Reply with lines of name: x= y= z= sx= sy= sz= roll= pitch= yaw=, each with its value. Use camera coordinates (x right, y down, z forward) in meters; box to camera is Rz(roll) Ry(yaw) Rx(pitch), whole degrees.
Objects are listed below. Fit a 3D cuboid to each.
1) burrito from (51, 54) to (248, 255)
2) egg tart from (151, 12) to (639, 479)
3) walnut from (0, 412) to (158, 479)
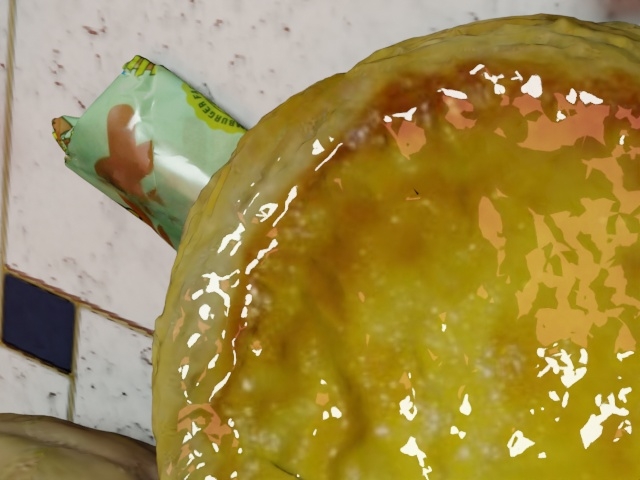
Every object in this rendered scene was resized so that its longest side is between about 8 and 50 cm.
burrito: x=0.000 y=0.000 z=0.668 sx=0.288 sy=0.054 sz=0.104 roll=38 pitch=125 yaw=11
egg tart: x=0.085 y=0.068 z=0.549 sx=0.319 sy=0.128 sz=0.318 roll=-3 pitch=78 yaw=14
walnut: x=-0.140 y=0.277 z=0.723 sx=0.381 sy=0.381 sz=0.381 roll=13 pitch=120 yaw=25
